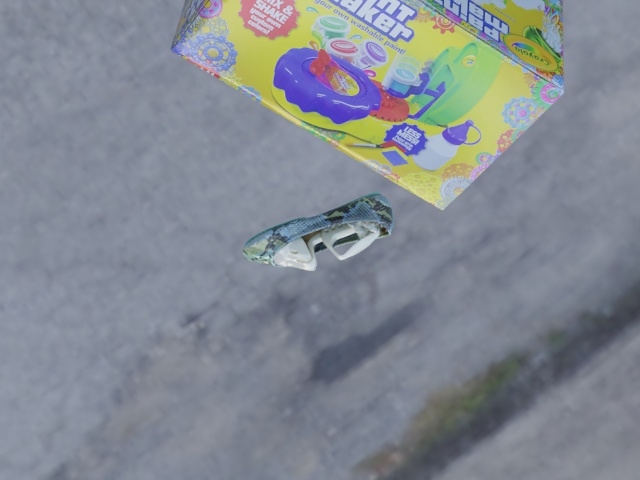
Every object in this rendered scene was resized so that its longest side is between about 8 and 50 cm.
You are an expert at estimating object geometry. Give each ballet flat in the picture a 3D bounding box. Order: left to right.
[{"bbox_3d":[0.000,0.000,1.798,0.188,0.070,0.070,-22,155,3],"label":"ballet flat"}]

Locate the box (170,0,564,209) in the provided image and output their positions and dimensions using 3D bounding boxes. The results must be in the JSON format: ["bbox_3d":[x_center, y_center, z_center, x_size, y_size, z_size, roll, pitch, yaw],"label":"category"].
[{"bbox_3d":[0.053,-0.233,1.344,0.290,0.279,0.177,30,130,-18],"label":"box"}]
